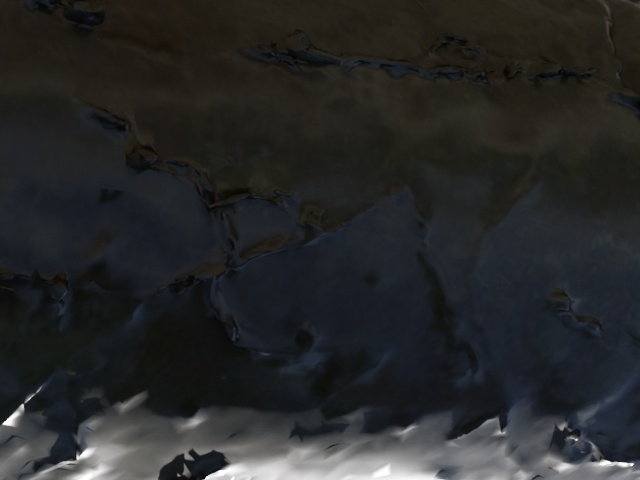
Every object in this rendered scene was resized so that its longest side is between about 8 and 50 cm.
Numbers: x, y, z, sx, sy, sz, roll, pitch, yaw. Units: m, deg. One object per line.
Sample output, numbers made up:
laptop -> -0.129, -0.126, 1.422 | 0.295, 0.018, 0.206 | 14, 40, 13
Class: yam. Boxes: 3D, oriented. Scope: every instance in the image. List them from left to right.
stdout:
yam -> 0.000, 0.000, 0.511 | 0.304, 0.168, 0.168 | 5, 173, -33
